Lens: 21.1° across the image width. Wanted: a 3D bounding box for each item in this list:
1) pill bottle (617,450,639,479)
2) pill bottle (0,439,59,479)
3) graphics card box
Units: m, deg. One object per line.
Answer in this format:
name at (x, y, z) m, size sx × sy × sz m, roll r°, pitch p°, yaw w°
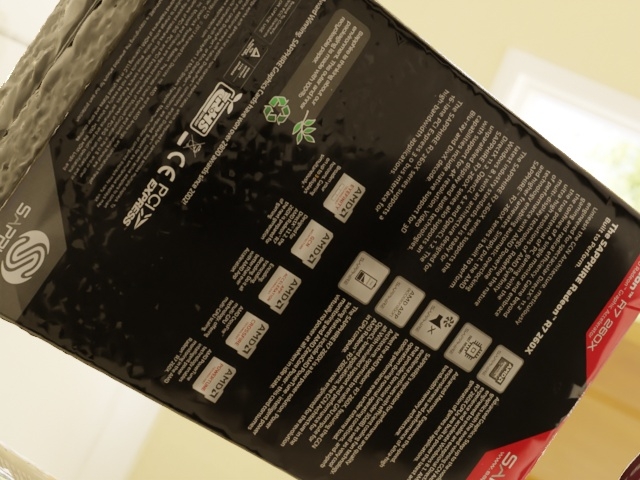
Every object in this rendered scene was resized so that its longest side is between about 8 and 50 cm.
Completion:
pill bottle at (0.218, 0.201, 0.772) m, size 0.392 × 0.224 × 0.224 m, roll -48°, pitch -23°, yaw -63°
pill bottle at (-0.256, 0.166, 0.954) m, size 0.176 × 0.176 × 0.318 m, roll -61°, pitch -29°, yaw -14°
graphics card box at (0.000, 0.000, 0.909) m, size 0.371 × 0.094 × 0.233 m, roll 33°, pitch -87°, yaw -35°
